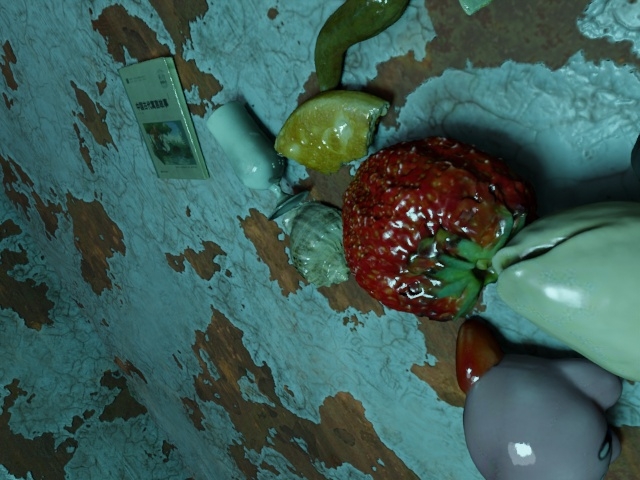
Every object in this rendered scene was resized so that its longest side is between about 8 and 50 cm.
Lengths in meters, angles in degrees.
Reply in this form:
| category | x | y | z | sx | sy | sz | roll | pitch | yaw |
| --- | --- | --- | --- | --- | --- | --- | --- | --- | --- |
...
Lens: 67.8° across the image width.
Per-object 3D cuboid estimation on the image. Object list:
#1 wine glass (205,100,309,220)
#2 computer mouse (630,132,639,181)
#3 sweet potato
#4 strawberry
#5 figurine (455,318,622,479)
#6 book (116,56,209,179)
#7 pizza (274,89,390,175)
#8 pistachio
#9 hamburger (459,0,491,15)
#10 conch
| category | x | y | z | sx | sy | sz | roll | pitch | yaw |
| --- | --- | --- | --- | --- | --- | --- | --- | --- | --- |
| wine glass | -0.127 | -0.160 | 0.944 | 0.231 | 0.103 | 0.103 | 55 | 137 | 4 |
| computer mouse | 0.435 | -0.154 | 0.465 | 0.170 | 0.100 | 0.269 | 24 | 125 | 24 |
| sweet potato | 0.044 | -0.316 | 0.729 | 0.081 | 0.062 | 0.233 | 51 | 140 | -3 |
| strawberry | 0.149 | -0.037 | 0.697 | 0.288 | 0.250 | 0.238 | 51 | 150 | 41 |
| figurine | 0.325 | 0.303 | 0.768 | 0.261 | 0.211 | 0.270 | 7 | 121 | 38 |
| book | -0.374 | -0.279 | 1.134 | 0.215 | 0.025 | 0.283 | 6 | 121 | 39 |
| pizza | 0.014 | -0.188 | 0.827 | 0.134 | 0.056 | 0.271 | 51 | 143 | -13 |
| pistachio | 0.356 | 0.057 | 0.551 | 0.332 | 0.208 | 0.226 | 14 | 147 | -15 |
| hamburger | 0.209 | -0.340 | 0.578 | 0.121 | 0.054 | 0.084 | -17 | 106 | 53 |
| conch | 0.000 | 0.000 | 0.958 | 0.155 | 0.130 | 0.207 | -48 | 55 | 14 |
